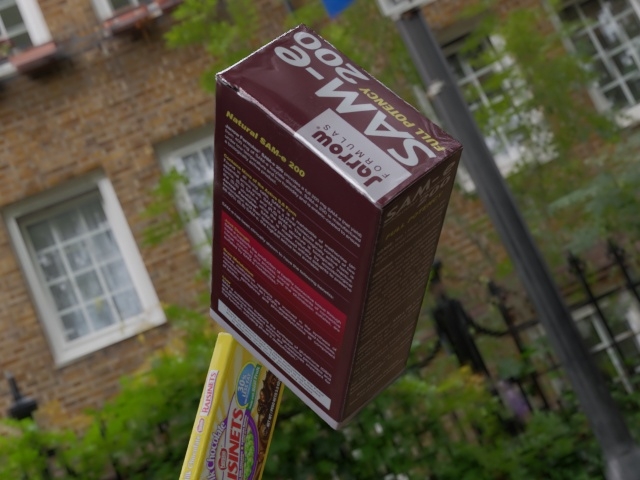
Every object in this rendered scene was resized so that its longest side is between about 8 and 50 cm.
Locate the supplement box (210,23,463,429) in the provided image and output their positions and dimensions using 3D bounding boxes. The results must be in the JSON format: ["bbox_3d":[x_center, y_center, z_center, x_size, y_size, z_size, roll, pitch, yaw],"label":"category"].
[{"bbox_3d":[0.000,0.000,0.785,0.073,0.130,0.239,-37,-25,-28],"label":"supplement box"}]

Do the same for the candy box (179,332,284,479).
[{"bbox_3d":[-0.094,0.212,1.359,0.027,0.205,0.105,-1,-22,40],"label":"candy box"}]
